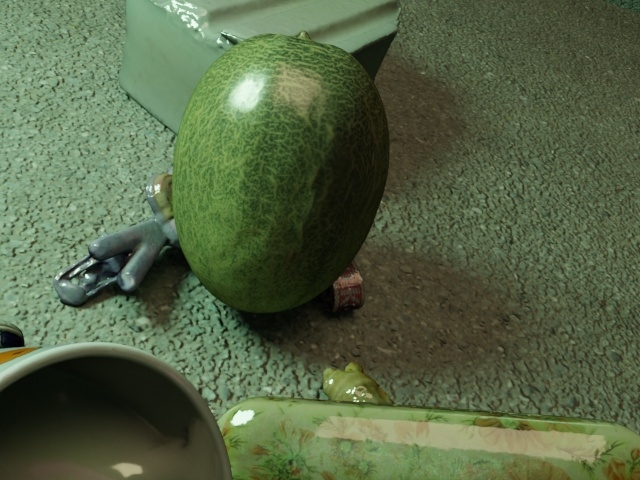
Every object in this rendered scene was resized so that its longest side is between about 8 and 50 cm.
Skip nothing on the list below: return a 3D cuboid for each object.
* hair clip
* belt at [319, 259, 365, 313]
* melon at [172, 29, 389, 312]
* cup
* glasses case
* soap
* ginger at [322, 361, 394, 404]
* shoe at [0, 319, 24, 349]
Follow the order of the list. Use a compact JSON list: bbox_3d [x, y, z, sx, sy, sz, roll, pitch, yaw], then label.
[{"bbox_3d":[-0.196,-0.006,0.909,0.137,0.090,0.278,57,44,-11],"label":"hair clip"},{"bbox_3d":[0.000,0.000,0.997,0.053,0.071,0.232,-8,47,-21],"label":"belt"},{"bbox_3d":[-0.048,-0.074,0.846,0.248,0.329,0.248,13,19,-4],"label":"melon"},{"bbox_3d":[-0.243,0.177,0.490,0.317,0.212,0.212,-7,22,39],"label":"cup"},{"bbox_3d":[0.100,0.231,0.669,0.425,0.098,0.157,4,83,1],"label":"glasses case"},{"bbox_3d":[-0.076,-0.318,1.213,0.350,0.213,0.435,32,41,17],"label":"soap"},{"bbox_3d":[0.127,0.245,0.769,0.333,0.080,0.166,30,53,15],"label":"ginger"},{"bbox_3d":[-0.363,0.144,0.676,0.106,0.091,0.207,53,40,2],"label":"shoe"}]
